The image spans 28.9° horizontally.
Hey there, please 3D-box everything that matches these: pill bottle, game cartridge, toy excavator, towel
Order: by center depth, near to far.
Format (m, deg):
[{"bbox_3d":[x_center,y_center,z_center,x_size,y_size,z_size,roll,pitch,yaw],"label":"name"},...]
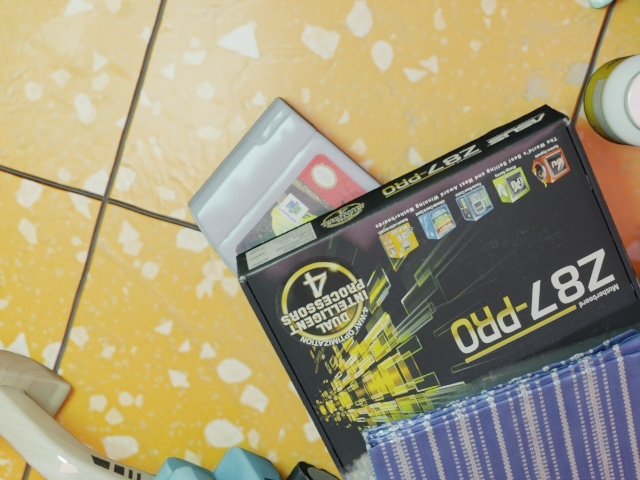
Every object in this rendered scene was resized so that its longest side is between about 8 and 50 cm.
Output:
[{"bbox_3d":[0.353,-0.153,1.354,0.103,0.184,0.103,0,96,1],"label":"pill bottle"},{"bbox_3d":[-0.171,0.303,1.379,0.445,0.433,0.222,30,97,-30],"label":"toy excavator"},{"bbox_3d":[0.230,0.243,1.386,0.336,0.040,0.243,-20,124,-1],"label":"towel"},{"bbox_3d":[0.000,0.000,1.448,0.294,0.060,0.196,40,99,-2],"label":"game cartridge"}]

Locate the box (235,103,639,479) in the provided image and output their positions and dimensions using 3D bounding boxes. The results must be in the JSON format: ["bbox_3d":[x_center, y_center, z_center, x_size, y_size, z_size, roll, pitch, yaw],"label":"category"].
[{"bbox_3d":[0.147,0.077,1.384,0.395,0.097,0.318,-25,108,1],"label":"box"}]

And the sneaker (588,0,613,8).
[{"bbox_3d":[0.341,-0.315,1.412,0.098,0.038,0.069,-28,95,4],"label":"sneaker"}]
